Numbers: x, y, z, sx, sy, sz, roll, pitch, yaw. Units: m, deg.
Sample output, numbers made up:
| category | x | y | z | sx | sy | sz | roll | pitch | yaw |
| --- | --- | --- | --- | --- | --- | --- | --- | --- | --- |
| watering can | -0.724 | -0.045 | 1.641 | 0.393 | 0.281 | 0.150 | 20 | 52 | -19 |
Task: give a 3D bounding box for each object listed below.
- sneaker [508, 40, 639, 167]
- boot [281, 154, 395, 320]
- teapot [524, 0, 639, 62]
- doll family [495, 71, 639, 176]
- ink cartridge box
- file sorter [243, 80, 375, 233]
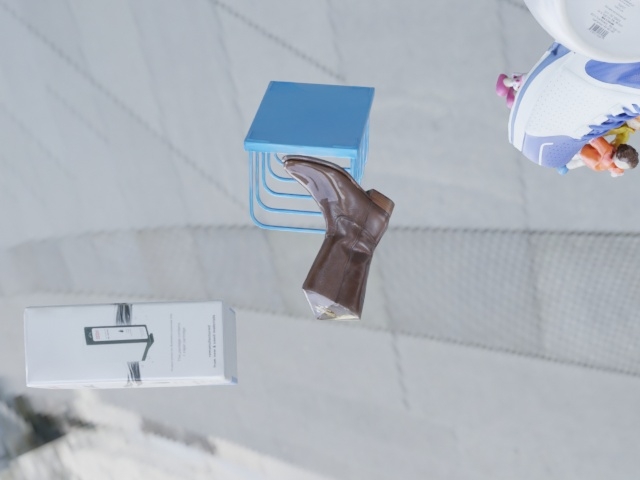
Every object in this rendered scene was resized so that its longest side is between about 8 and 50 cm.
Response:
| category | x | y | z | sx | sy | sz | roll | pitch | yaw |
| --- | --- | --- | --- | --- | --- | --- | --- | --- | --- |
| sneaker | 0.343 | -0.171 | 1.686 | 0.182 | 0.127 | 0.315 | 47 | 135 | 20 |
| boot | 0.000 | 0.000 | 1.212 | 0.106 | 0.114 | 0.037 | 26 | 159 | -14 |
| teapot | 0.278 | -0.300 | 1.423 | 0.187 | 0.253 | 0.256 | -116 | 15 | -45 |
| doll family | 0.388 | -0.203 | 2.246 | 0.163 | 0.118 | 0.263 | 0 | 146 | 45 |
| ink cartridge box | -0.194 | 0.110 | 1.606 | 0.148 | 0.203 | 0.085 | 68 | -161 | -83 |
| file sorter | -0.010 | -0.092 | 1.663 | 0.170 | 0.118 | 0.104 | -74 | -13 | -61 |
